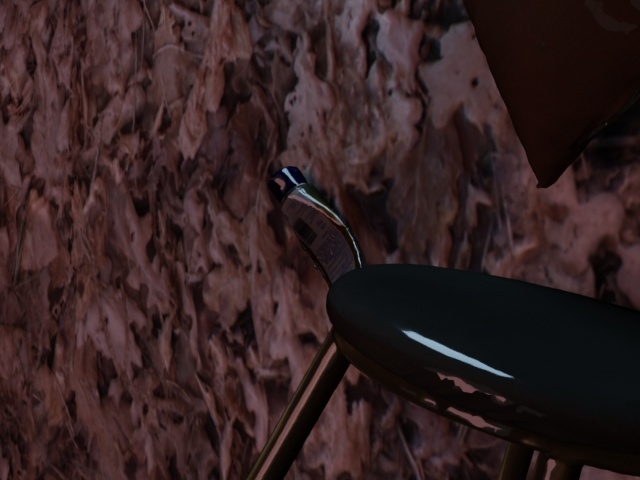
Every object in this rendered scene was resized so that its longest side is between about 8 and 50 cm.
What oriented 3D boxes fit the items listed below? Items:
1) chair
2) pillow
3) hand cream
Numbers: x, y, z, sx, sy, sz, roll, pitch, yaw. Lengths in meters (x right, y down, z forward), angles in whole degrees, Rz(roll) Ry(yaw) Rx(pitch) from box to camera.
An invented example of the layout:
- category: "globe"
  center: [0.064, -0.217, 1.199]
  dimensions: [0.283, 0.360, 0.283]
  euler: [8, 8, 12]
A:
- category: "chair"
  center: [0.114, 0.248, 0.867]
  dimensions: [0.362, 0.364, 0.410]
  euler: [28, 108, 51]
- category: "pillow"
  center: [0.193, -0.244, 0.935]
  dimensions: [0.308, 0.108, 0.305]
  euler: [-48, 52, 44]
- category: "hand cream"
  center: [0.000, 0.000, 1.273]
  dimensions: [0.062, 0.039, 0.163]
  euler: [-51, 57, 39]
